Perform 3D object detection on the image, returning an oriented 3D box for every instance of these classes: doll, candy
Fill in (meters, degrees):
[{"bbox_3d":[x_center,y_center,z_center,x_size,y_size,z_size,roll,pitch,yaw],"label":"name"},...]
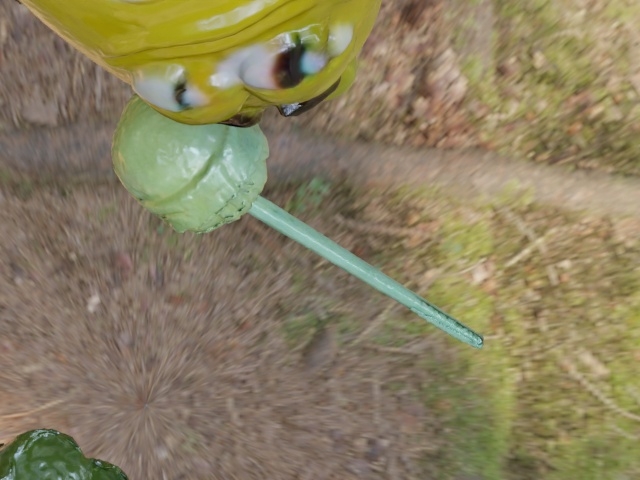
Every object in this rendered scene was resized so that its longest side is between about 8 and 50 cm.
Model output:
[{"bbox_3d":[-0.073,-0.207,0.817,0.423,0.348,0.161,20,52,-31],"label":"doll"},{"bbox_3d":[0.000,0.000,1.141,0.335,0.093,0.092,33,72,-38],"label":"candy"}]

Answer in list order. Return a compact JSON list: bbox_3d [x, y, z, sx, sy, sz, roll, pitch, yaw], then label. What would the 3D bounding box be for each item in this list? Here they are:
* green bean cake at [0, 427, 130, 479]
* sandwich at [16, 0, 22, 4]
[{"bbox_3d":[-0.190,0.292,1.275,0.247,0.156,0.250,36,74,-3],"label":"green bean cake"},{"bbox_3d":[-0.233,-0.330,1.730,0.186,0.220,0.108,-16,79,-5],"label":"sandwich"}]
